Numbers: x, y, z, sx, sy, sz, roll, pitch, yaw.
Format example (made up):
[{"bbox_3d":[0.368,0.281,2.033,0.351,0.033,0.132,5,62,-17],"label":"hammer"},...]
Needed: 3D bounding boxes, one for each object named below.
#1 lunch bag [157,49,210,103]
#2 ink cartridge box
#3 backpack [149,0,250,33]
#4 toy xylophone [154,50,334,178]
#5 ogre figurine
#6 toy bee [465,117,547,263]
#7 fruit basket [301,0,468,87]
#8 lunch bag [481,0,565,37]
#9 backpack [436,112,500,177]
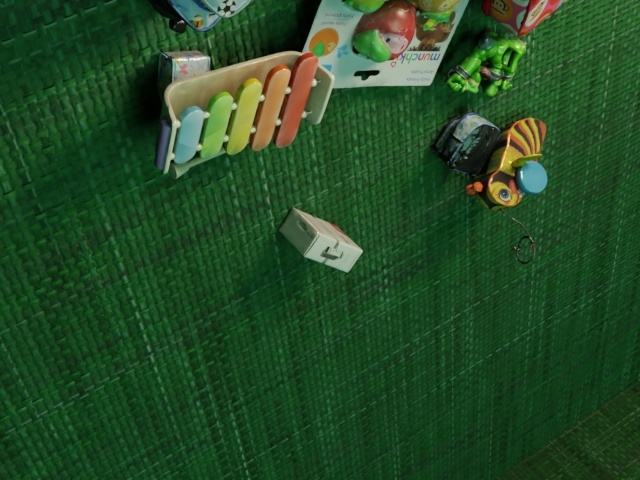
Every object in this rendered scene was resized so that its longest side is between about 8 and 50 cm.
[{"bbox_3d":[-0.216,-0.251,1.498,0.071,0.053,0.083,-13,120,-36],"label":"lunch bag"},{"bbox_3d":[0.000,0.000,1.850,0.135,0.099,0.056,22,108,-47],"label":"ink cartridge box"},{"bbox_3d":[-0.151,-0.445,1.289,0.263,0.213,0.276,-51,138,-10],"label":"backpack"},{"bbox_3d":[-0.133,-0.192,1.540,0.323,0.081,0.236,-26,154,-24],"label":"toy xylophone"},{"bbox_3d":[0.331,-0.340,1.860,0.197,0.096,0.118,10,128,-32],"label":"ogre figurine"},{"bbox_3d":[0.387,-0.128,1.997,0.162,0.298,0.195,15,143,-22],"label":"toy bee"},{"bbox_3d":[0.140,-0.398,1.598,0.327,0.165,0.353,-7,130,-37],"label":"fruit basket"},{"bbox_3d":[0.422,-0.506,1.730,0.293,0.120,0.258,-42,160,-22],"label":"lunch bag"},{"bbox_3d":[0.297,-0.202,1.949,0.105,0.084,0.114,13,118,-47],"label":"backpack"}]
